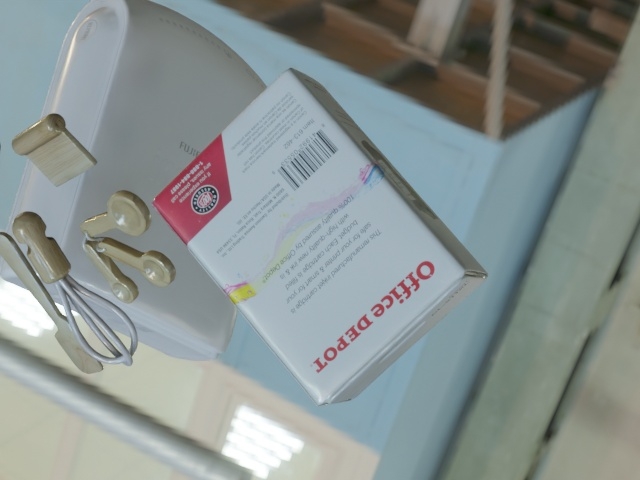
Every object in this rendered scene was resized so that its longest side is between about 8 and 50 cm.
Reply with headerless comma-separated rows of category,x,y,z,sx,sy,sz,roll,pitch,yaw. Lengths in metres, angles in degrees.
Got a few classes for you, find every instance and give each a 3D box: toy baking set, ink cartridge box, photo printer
toy baking set,-0.209,0.008,1.216,0.197,0.256,0.030,39,-130,8
ink cartridge box,0.000,0.000,0.991,0.175,0.127,0.072,50,-169,14
photo printer,-0.159,-0.066,1.502,0.107,0.307,0.256,-2,157,41
